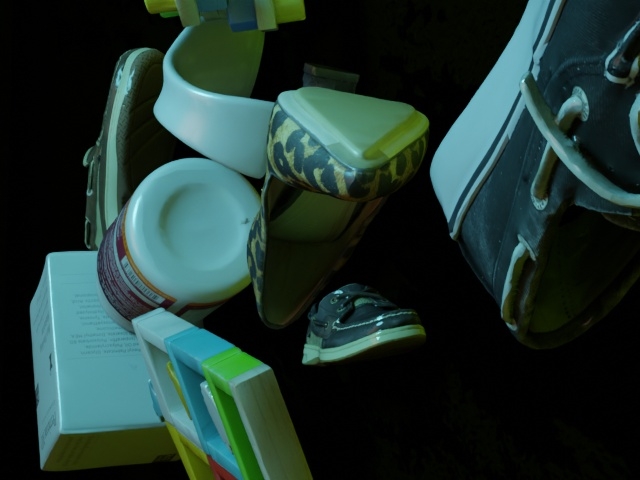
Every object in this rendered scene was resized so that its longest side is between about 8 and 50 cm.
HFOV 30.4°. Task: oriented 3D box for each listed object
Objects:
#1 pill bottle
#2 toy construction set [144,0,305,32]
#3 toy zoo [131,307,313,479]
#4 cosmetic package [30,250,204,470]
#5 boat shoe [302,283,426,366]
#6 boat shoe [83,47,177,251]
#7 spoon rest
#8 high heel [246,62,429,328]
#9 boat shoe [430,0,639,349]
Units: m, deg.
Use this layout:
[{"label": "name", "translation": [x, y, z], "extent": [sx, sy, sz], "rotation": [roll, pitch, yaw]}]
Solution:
[{"label": "pill bottle", "translation": [-0.131, 0.015, 1.038], "extent": [0.221, 0.121, 0.121], "rotation": [146, 122, -65]}, {"label": "toy construction set", "translation": [-0.065, -0.293, 0.822], "extent": [0.215, 0.151, 0.328], "rotation": [37, -120, -86]}, {"label": "toy zoo", "translation": [-0.072, 0.156, 0.891], "extent": [0.293, 0.030, 0.192], "rotation": [13, 124, 66]}, {"label": "cosmetic package", "translation": [-0.205, 0.122, 1.187], "extent": [0.151, 0.151, 0.184], "rotation": [128, 137, -59]}, {"label": "boat shoe", "translation": [0.020, 0.052, 0.734], "extent": [0.152, 0.056, 0.049], "rotation": [155, 108, -67]}, {"label": "boat shoe", "translation": [-0.217, -0.085, 1.261], "extent": [0.095, 0.095, 0.258], "rotation": [21, 114, 30]}, {"label": "spoon rest", "translation": [-0.085, -0.131, 0.914], "extent": [0.276, 0.084, 0.137], "rotation": [-109, 34, -65]}, {"label": "high heel", "translation": [0.000, 0.000, 0.715], "extent": [0.261, 0.093, 0.186], "rotation": [-104, 26, -74]}, {"label": "boat shoe", "translation": [0.117, -0.049, 0.404], "extent": [0.306, 0.113, 0.105], "rotation": [120, 138, -57]}]
